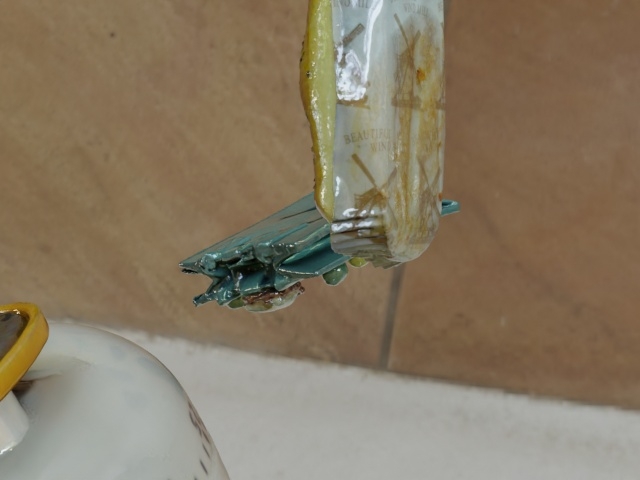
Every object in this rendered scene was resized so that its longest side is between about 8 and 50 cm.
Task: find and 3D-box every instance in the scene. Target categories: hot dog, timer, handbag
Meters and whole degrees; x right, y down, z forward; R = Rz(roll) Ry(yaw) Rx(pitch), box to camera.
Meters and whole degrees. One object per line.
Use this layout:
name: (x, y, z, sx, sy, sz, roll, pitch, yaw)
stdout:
hot dog: (0.041, -0.109, 1.055, 0.082, 0.163, 0.270, 4, 96, 30)
timer: (-0.142, 0.151, 0.569, 0.234, 0.233, 0.240, -15, 113, 22)
handbag: (0.003, 0.003, 1.669, 0.269, 0.274, 0.100, -14, 103, 51)
